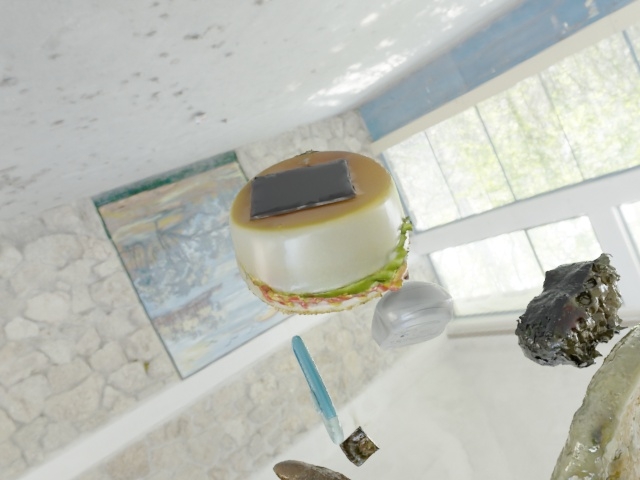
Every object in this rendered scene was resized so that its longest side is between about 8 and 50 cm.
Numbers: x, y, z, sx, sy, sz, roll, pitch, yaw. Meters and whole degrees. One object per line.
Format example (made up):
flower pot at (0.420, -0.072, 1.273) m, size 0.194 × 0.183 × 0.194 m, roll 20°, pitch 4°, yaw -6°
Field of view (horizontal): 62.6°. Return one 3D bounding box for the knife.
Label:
knife at (-0.011, 0.267, 0.962) m, size 0.031 × 0.222 × 0.064 m, roll -14°, pitch 140°, yaw -18°

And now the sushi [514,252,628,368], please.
sushi at (0.442, 0.135, 0.904) m, size 0.212 × 0.147 × 0.115 m, roll -42°, pitch -162°, yaw -25°

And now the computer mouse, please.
computer mouse at (0.206, 0.171, 1.239) m, size 0.184 × 0.121 × 0.297 m, roll -16°, pitch 160°, yaw -1°

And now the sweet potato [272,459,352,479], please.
sweet potato at (0.045, 0.540, 1.100) m, size 0.342 × 0.092 × 0.114 m, roll 17°, pitch 159°, yaw 15°

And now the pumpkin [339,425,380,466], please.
pumpkin at (0.091, 0.467, 1.209) m, size 0.101 × 0.073 × 0.035 m, roll -49°, pitch 179°, yaw 32°

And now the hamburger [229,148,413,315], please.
hamburger at (-0.002, -0.009, 0.806) m, size 0.276 × 0.179 × 0.294 m, roll -13°, pitch -145°, yaw 1°

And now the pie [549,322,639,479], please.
pie at (0.424, 0.264, 0.742) m, size 0.339 × 0.339 × 0.077 m, roll -27°, pitch -152°, yaw -34°
